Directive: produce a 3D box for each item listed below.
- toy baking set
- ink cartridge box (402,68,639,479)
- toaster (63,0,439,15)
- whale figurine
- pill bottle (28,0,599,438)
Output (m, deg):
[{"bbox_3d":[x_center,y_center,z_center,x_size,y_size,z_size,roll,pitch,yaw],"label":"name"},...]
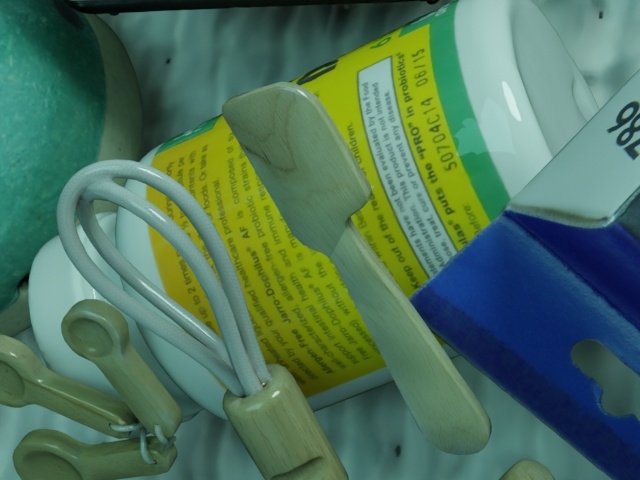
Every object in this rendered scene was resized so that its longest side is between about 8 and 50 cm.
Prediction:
[{"bbox_3d":[-0.024,0.069,0.495,0.197,0.030,0.256,36,133,-5],"label":"toy baking set"},{"bbox_3d":[0.196,-0.036,0.421,0.332,0.165,0.065,-47,20,15],"label":"ink cartridge box"},{"bbox_3d":[-0.023,-0.170,0.554,0.186,0.110,0.168,2,43,25],"label":"toaster"},{"bbox_3d":[-0.200,-0.077,0.651,0.216,0.141,0.272,-46,59,14],"label":"whale figurine"},{"bbox_3d":[0.000,0.000,0.541,0.208,0.118,0.117,-24,70,23],"label":"pill bottle"}]
